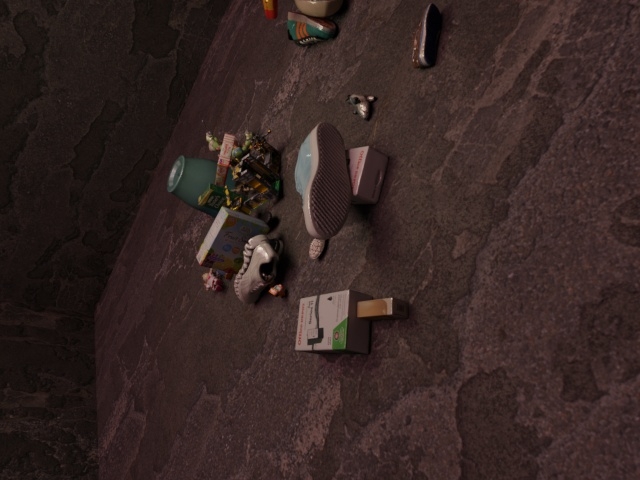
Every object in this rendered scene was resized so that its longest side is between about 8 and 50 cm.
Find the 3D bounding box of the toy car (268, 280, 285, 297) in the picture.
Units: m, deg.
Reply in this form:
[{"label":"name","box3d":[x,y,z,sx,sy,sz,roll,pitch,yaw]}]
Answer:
[{"label":"toy car","box3d":[-0.158,0.154,1.414,0.122,0.060,0.040,30,94,54]}]

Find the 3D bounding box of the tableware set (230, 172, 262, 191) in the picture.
[{"label":"tableware set","box3d":[-0.306,-0.259,1.817,0.194,0.039,0.128,4,66,47]}]

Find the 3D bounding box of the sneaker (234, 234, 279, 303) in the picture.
[{"label":"sneaker","box3d":[-0.216,0.124,1.433,0.118,0.110,0.291,42,132,29]}]

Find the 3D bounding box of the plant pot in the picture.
[{"label":"plant pot","box3d":[-0.572,-0.271,1.983,0.272,0.256,0.271,-26,56,45]}]

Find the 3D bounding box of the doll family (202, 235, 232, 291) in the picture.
[{"label":"doll family","box3d":[-0.425,0.087,1.773,0.163,0.119,0.262,23,111,48]}]

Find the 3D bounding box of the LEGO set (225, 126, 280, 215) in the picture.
[{"label":"LEGO set","box3d":[-0.292,-0.273,1.626,0.255,0.192,0.330,-18,51,37]}]

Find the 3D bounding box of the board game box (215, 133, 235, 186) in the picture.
[{"label":"board game box","box3d":[-0.402,-0.333,1.754,0.193,0.045,0.146,134,146,-66]}]

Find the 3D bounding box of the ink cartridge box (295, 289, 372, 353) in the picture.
[{"label":"ink cartridge box","box3d":[0.031,0.222,1.112,0.209,0.087,0.152,-20,59,48]}]

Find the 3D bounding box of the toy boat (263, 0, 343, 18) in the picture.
[{"label":"toy boat","box3d":[-0.070,-0.949,1.607,0.267,0.319,0.148,-116,18,-48]}]

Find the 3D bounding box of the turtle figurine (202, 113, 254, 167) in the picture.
[{"label":"turtle figurine","box3d":[-0.426,-0.483,1.949,0.198,0.274,0.266,-40,28,-16]}]

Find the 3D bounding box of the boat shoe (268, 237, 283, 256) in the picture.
[{"label":"boat shoe","box3d":[-0.240,0.054,1.549,0.255,0.079,0.095,-22,56,45]}]

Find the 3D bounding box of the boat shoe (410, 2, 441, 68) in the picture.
[{"label":"boat shoe","box3d":[0.286,-0.569,1.164,0.066,0.066,0.183,-1,73,54]}]

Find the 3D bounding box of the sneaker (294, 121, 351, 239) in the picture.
[{"label":"sneaker","box3d":[-0.006,-0.148,1.169,0.150,0.135,0.365,-37,41,50]}]

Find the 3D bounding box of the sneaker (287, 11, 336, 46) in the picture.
[{"label":"sneaker","box3d":[-0.040,-0.845,1.701,0.302,0.108,0.120,45,137,43]}]

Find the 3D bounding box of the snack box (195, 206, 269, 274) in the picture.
[{"label":"snack box","box3d":[-0.301,0.006,1.438,0.070,0.175,0.207,44,109,46]}]

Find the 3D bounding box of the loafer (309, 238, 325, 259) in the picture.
[{"label":"loafer","box3d":[0.000,0.000,1.306,0.045,0.039,0.125,14,88,21]}]

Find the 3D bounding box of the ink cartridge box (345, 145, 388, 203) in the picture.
[{"label":"ink cartridge box","box3d":[0.086,-0.187,1.231,0.203,0.086,0.148,5,79,54]}]

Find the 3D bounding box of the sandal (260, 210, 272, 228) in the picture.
[{"label":"sandal","box3d":[-0.216,-0.052,1.610,0.179,0.040,0.067,130,147,-48]}]

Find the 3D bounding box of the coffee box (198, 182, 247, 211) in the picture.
[{"label":"coffee box","box3d":[-0.417,-0.169,1.793,0.113,0.184,0.040,-40,45,35]}]

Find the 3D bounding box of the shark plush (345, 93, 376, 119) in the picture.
[{"label":"shark plush","box3d":[0.109,-0.437,1.348,0.161,0.073,0.067,37,135,48]}]

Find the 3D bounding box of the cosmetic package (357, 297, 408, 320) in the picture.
[{"label":"cosmetic package","box3d":[0.149,0.168,1.009,0.115,0.060,0.041,-19,60,49]}]
